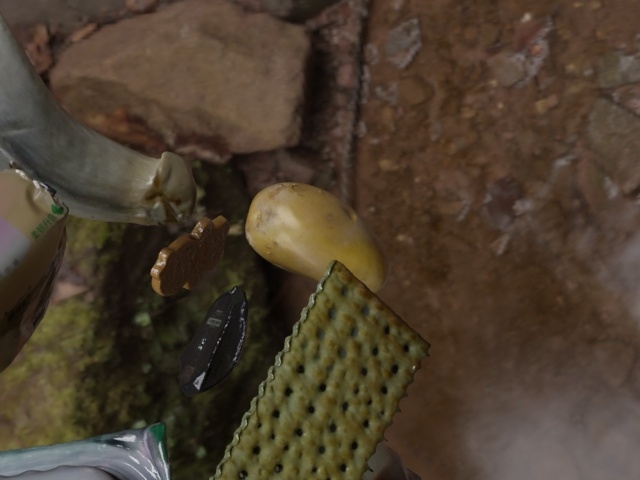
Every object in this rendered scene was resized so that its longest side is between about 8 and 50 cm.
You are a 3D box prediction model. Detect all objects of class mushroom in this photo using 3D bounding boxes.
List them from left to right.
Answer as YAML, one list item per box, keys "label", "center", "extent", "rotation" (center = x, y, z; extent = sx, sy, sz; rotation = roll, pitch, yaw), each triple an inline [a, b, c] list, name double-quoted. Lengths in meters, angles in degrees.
- label: "mushroom"
  center: [-0.347, -0.129, 1.767]
  extent: [0.397, 0.126, 0.177]
  rotation: [39, 102, -23]

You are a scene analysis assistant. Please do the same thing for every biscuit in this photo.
- label: "biscuit"
  center: [-0.207, 0.028, 2.056]
  extent: [0.027, 0.184, 0.133]
  rotation: [32, 138, 19]
- label: "biscuit"
  center: [0.001, 0.146, 1.055]
  extent: [0.016, 0.231, 0.139]
  rotation: [-2, 143, 50]

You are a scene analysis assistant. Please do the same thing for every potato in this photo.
- label: "potato"
  center: [0.000, 0.000, 1.937]
  extent: [0.233, 0.150, 0.146]
  rotation: [25, 112, -8]

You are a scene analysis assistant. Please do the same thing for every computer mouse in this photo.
- label: "computer mouse"
  center: [-0.143, 0.149, 1.860]
  extent: [0.172, 0.057, 0.099]
  rotation: [-63, 25, -9]

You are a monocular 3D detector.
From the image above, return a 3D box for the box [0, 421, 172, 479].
- label: "box"
  center: [-0.286, 0.300, 1.155]
  extent: [0.106, 0.336, 0.264]
  rotation: [103, 157, -65]

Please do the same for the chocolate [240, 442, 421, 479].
- label: "chocolate"
  center: [-0.007, 0.370, 1.969]
  extent: [0.283, 0.284, 0.186]
  rotation: [-12, 121, 37]

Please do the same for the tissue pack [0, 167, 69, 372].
- label: "tissue pack"
  center: [-0.375, 0.078, 1.367]
  extent: [0.123, 0.257, 0.215]
  rotation: [31, 143, 4]
